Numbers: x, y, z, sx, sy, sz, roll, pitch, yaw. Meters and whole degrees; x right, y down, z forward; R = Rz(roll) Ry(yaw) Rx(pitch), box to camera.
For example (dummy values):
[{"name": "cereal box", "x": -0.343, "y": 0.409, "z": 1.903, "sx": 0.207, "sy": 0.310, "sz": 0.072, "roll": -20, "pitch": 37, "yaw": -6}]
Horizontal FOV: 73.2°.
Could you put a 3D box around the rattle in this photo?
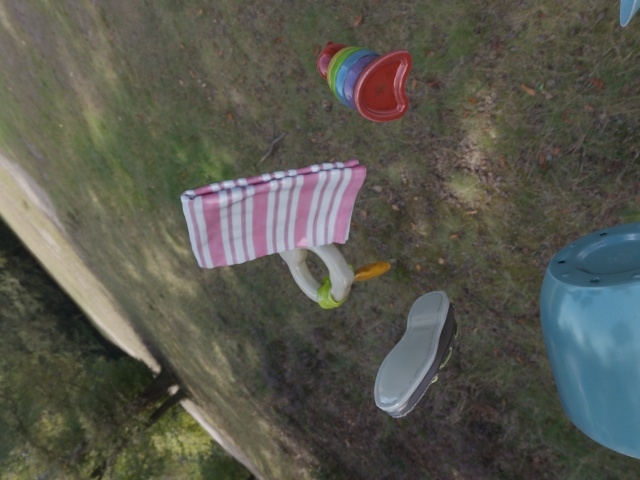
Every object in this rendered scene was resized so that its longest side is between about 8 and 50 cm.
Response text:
[{"name": "rattle", "x": 0.000, "y": 0.000, "z": 0.697, "sx": 0.200, "sy": 0.143, "sz": 0.130, "roll": 43, "pitch": 159, "yaw": 24}]

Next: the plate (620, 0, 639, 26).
[{"name": "plate", "x": 0.481, "y": -0.423, "z": 0.642, "sx": 0.024, "sy": 0.188, "sz": 0.188, "roll": 6, "pitch": 133, "yaw": 26}]

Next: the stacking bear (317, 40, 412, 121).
[{"name": "stacking bear", "x": 0.091, "y": -0.448, "z": 1.158, "sx": 0.289, "sy": 0.164, "sz": 0.175, "roll": 51, "pitch": 155, "yaw": 43}]

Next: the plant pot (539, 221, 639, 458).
[{"name": "plant pot", "x": 0.464, "y": 0.114, "z": 0.618, "sx": 0.293, "sy": 0.293, "sz": 0.235, "roll": -9, "pitch": 112, "yaw": 56}]

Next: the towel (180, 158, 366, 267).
[{"name": "towel", "x": -0.051, "y": -0.024, "z": 0.493, "sx": 0.144, "sy": 0.197, "sz": 0.029, "roll": 100, "pitch": 153, "yaw": -57}]

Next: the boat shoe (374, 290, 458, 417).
[{"name": "boat shoe", "x": 0.213, "y": 0.240, "z": 0.898, "sx": 0.117, "sy": 0.324, "sz": 0.096, "roll": -18, "pitch": 112, "yaw": 40}]
